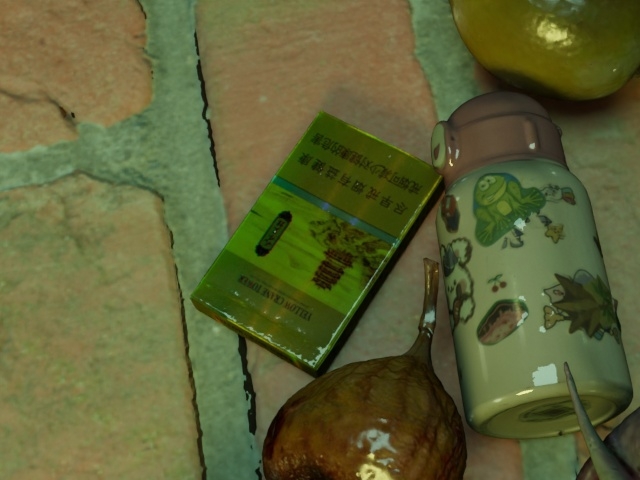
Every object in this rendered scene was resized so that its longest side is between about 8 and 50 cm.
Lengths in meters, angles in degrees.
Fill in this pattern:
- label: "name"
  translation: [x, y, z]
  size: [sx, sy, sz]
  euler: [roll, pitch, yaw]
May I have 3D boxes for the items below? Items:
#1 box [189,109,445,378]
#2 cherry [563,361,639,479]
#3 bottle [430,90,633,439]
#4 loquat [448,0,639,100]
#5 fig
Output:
- label: "box"
  translation: [0.000, 0.000, 0.954]
  size: [0.121, 0.030, 0.193]
  euler: [28, 73, 19]
- label: "cherry"
  translation: [0.241, 0.204, 0.730]
  size: [0.266, 0.183, 0.213]
  euler: [31, 68, -8]
- label: "bottle"
  translation: [0.144, 0.010, 0.880]
  size: [0.120, 0.120, 0.253]
  euler: [-10, 64, 4]
- label: "loquat"
  translation: [0.181, -0.191, 0.953]
  size: [0.195, 0.152, 0.152]
  euler: [32, 73, 8]
- label: "fig"
  translation: [0.047, 0.116, 0.852]
  size: [0.146, 0.134, 0.201]
  euler: [-10, 40, 35]
